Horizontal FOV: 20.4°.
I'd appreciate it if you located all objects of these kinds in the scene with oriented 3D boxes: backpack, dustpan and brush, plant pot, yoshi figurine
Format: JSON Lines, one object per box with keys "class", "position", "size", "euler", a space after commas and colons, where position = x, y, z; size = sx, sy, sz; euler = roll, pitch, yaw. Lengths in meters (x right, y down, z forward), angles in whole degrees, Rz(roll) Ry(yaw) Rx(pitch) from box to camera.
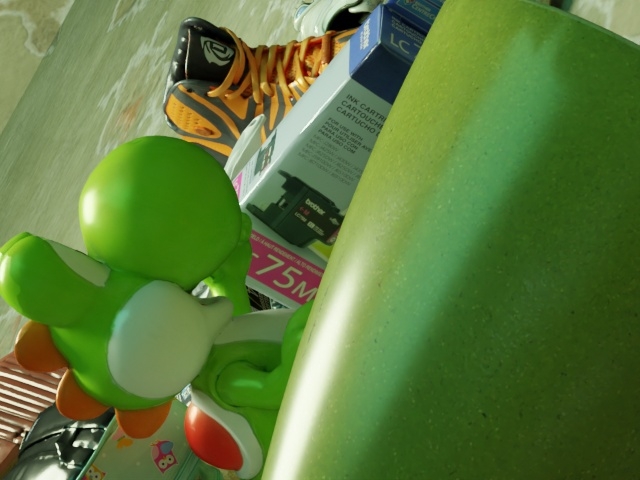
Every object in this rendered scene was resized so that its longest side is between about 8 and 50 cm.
{"class": "backpack", "position": [-0.158, 0.187, 1.326], "size": [0.166, 0.144, 0.188], "euler": [-58, 9, -31]}
{"class": "dustpan and brush", "position": [-0.098, -0.020, 1.666], "size": [0.211, 0.060, 0.147], "euler": [-54, 25, -10]}
{"class": "plant pot", "position": [0.098, 0.067, 0.943], "size": [0.293, 0.275, 0.275], "euler": [-55, 20, -7]}
{"class": "yoshi figurine", "position": [-0.040, 0.050, 1.236], "size": [0.203, 0.362, 0.203], "euler": [-41, 29, 46]}

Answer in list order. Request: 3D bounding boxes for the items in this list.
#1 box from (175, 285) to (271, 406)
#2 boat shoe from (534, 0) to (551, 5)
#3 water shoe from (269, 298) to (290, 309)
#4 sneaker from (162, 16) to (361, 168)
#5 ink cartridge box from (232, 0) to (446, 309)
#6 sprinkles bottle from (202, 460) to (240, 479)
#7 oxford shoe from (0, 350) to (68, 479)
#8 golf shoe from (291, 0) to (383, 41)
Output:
{"class": "box", "position": [-0.162, 0.142, 1.762], "size": [0.318, 0.097, 0.395], "euler": [-49, 24, 13]}
{"class": "boat shoe", "position": [0.101, -0.114, 1.483], "size": [0.285, 0.089, 0.104], "euler": [-64, 20, -5]}
{"class": "water shoe", "position": [0.000, 0.000, 1.640], "size": [0.073, 0.080, 0.203], "euler": [-3, 75, 21]}
{"class": "sneaker", "position": [-0.038, -0.155, 1.703], "size": [0.321, 0.180, 0.125], "euler": [-29, 42, 41]}
{"class": "ink cartridge box", "position": [0.061, -0.054, 1.369], "size": [0.311, 0.185, 0.065], "euler": [-49, 22, 32]}
{"class": "sprinkles bottle", "position": [-0.077, 0.288, 1.381], "size": [0.121, 0.121, 0.355], "euler": [-52, 23, 27]}
{"class": "oxford shoe", "position": [-0.284, 0.211, 1.644], "size": [0.123, 0.130, 0.348], "euler": [17, 52, 41]}
{"class": "golf shoe", "position": [0.052, -0.255, 1.805], "size": [0.176, 0.069, 0.086], "euler": [-49, 33, 10]}
